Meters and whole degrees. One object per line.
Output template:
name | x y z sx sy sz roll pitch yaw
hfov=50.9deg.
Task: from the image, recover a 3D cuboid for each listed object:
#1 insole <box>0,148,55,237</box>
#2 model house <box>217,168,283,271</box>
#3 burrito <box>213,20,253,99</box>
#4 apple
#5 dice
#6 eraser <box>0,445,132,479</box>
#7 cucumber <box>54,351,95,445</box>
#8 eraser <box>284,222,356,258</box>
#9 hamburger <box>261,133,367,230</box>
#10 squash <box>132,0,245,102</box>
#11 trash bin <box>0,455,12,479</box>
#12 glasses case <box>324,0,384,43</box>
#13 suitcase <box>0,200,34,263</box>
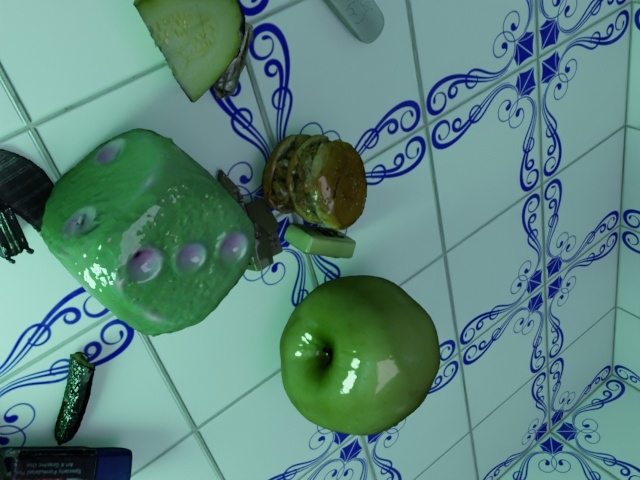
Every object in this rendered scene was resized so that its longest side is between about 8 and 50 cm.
insole | -0.591 -0.068 1.411 0.110 0.012 0.309 -39 131 -18
model house | -0.202 -0.056 1.649 0.181 0.176 0.248 -27 111 -27
burrito | -0.198 -0.407 1.527 0.058 0.045 0.188 18 104 -17
apple | 0.122 0.323 1.911 0.474 0.474 0.473 -19 123 -31
dice | -0.357 -0.015 1.408 0.330 0.318 0.322 -47 134 -12
eraser | -0.629 0.582 1.633 0.332 0.102 0.154 16 72 -42
cucumber | -0.592 0.386 1.620 0.067 0.067 0.245 3 113 -40
eraser | 0.000 0.000 1.851 0.172 0.117 0.058 7 108 -41
hamburger | -0.002 -0.149 1.700 0.245 0.211 0.260 -55 138 -30
squash | -0.248 -0.443 1.385 0.155 0.204 0.236 -16 132 9
trash bin | -0.844 0.549 1.405 0.302 0.202 0.252 15 143 -44
glasses case | 0.078 -0.578 1.646 0.092 0.059 0.233 -55 135 -4
suitcase | -0.638 -0.022 1.347 0.059 0.086 0.126 -39 134 -37
